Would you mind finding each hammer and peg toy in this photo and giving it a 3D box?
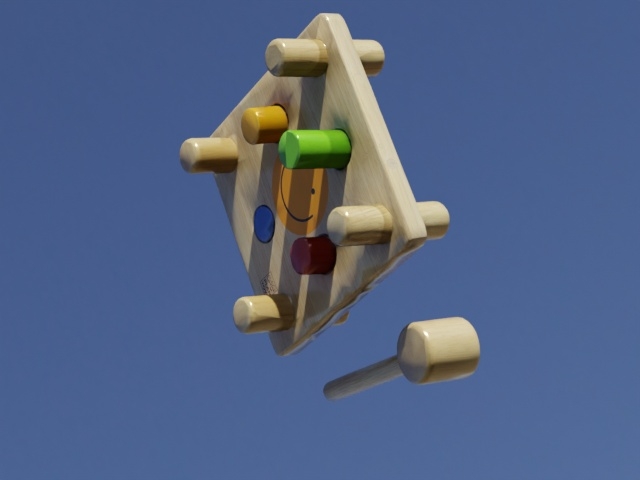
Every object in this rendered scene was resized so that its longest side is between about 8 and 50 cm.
[{"bbox_3d":[0.000,0.000,1.662,0.127,0.361,0.266,-4,-25,-36],"label":"hammer and peg toy"}]
